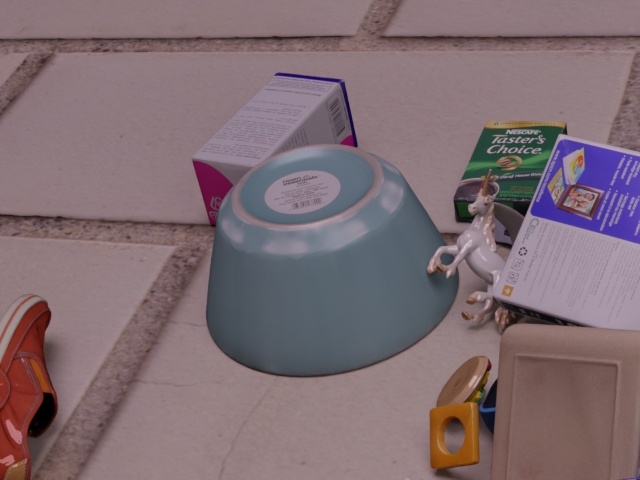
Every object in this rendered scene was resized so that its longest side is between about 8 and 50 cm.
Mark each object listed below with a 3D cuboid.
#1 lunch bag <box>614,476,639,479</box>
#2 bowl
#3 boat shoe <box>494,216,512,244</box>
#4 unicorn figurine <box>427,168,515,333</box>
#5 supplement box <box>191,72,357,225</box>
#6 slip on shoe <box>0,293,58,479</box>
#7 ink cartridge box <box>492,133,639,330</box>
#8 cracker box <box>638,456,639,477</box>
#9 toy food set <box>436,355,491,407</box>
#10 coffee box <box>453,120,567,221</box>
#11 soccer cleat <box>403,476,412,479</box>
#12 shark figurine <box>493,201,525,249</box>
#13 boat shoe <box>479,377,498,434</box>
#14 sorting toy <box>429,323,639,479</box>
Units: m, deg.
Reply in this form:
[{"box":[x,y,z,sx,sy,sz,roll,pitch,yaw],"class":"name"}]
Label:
[{"box":[0.334,0.337,1.307,0.221,0.138,0.293,-8,65,7],"class":"lunch bag"},{"box":[0.000,0.000,1.936,0.311,0.163,0.311,-8,34,6],"class":"bowl"},{"box":[0.233,-0.014,1.998,0.035,0.035,0.100,-4,18,-41],"class":"boat shoe"},{"box":[0.181,0.019,1.878,0.111,0.162,0.060,-36,10,-24],"class":"unicorn figurine"},{"box":[-0.057,-0.117,2.170,0.114,0.111,0.220,9,39,30],"class":"supplement box"},{"box":[-0.346,0.177,1.858,0.101,0.123,0.331,20,28,-9],"class":"slip on shoe"},{"box":[0.316,0.002,1.787,0.208,0.045,0.206,17,78,37],"class":"ink cartridge box"},{"box":[0.372,0.276,1.490,0.155,0.067,0.232,-8,33,10],"class":"cracker box"},{"box":[0.152,0.157,1.742,0.083,0.020,0.082,-41,13,44],"class":"toy food set"},{"box":[0.243,-0.089,2.091,0.113,0.040,0.184,3,37,22],"class":"coffee box"},{"box":[0.113,0.321,1.518,0.095,0.083,0.248,-46,43,4],"class":"soccer cleat"},{"box":[0.330,0.006,1.863,0.166,0.116,0.278,-28,38,-24],"class":"shark figurine"},{"box":[0.287,0.158,1.652,0.258,0.109,0.089,8,51,24],"class":"boat shoe"},{"box":[0.241,0.180,1.577,0.047,0.196,0.347,13,-8,-40],"class":"sorting toy"}]
